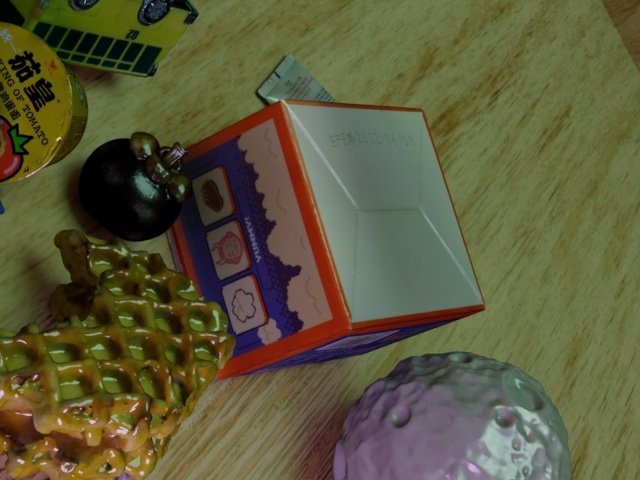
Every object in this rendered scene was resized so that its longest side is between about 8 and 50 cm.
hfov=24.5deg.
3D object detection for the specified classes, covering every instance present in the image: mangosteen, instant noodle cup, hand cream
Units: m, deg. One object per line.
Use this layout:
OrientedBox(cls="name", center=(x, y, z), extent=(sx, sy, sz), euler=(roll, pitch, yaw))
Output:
OrientedBox(cls="mangosteen", center=(-0.225, -0.073, 1.862), extent=(0.137, 0.151, 0.137), euler=(46, 21, -23))
OrientedBox(cls="instant noodle cup", center=(-0.354, -0.153, 1.703), extent=(0.144, 0.182, 0.182), euler=(-11, 79, -83))
OrientedBox(cls="hand cream", center=(0.007, -0.175, 2.324), extent=(0.248, 0.083, 0.133), euler=(47, 37, -9))

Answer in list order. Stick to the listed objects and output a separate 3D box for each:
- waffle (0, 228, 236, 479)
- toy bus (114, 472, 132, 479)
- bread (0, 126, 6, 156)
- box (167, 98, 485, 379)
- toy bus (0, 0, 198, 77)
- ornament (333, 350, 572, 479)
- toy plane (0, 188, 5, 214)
OrientedBox(cls="waffle", center=(-0.255, 0.131, 1.643), extent=(0.261, 0.151, 0.324), euler=(29, 39, 9))
OrientedBox(cls="toy bus", center=(-0.256, 0.283, 1.690), extent=(0.090, 0.063, 0.203), euler=(24, 53, -45))
OrientedBox(cls="bread", center=(-0.443, -0.091, 1.562), extent=(0.211, 0.083, 0.114), euler=(-35, 98, -22))
OrientedBox(cls="box", center=(0.000, 0.000, 2.038), extent=(0.348, 0.257, 0.319), euler=(-5, 74, -54))
OrientedBox(cls="toy bus", center=(-0.299, -0.299, 1.891), extent=(0.262, 0.150, 0.128), euler=(4, 38, -53))
OrientedBox(cls="ornament", center=(0.174, 0.320, 2.033), extent=(0.337, 0.337, 0.337), euler=(31, 48, -41))
OrientedBox(cls="toy plane", center=(-0.424, -0.046, 1.669), extent=(0.167, 0.054, 0.062), euler=(17, 83, -50))
